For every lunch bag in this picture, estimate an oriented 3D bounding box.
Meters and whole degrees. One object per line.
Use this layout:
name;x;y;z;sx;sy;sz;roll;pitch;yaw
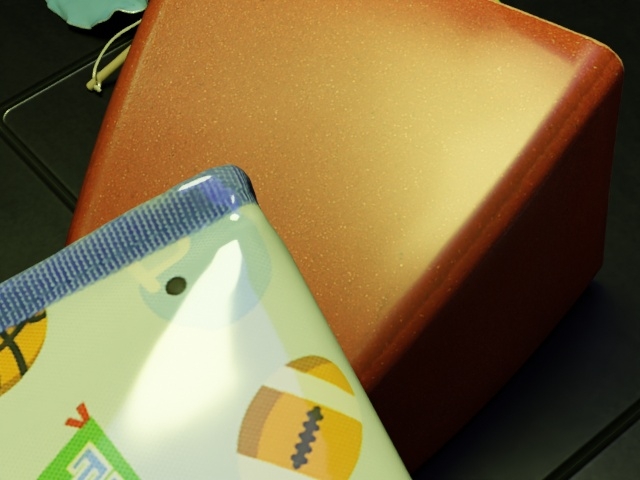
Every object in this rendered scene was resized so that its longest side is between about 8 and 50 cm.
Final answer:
lunch bag;-0.119;0.217;0.475;0.386;0.239;0.327;-28;70;-6

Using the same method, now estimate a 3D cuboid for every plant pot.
plant pot;0.000;0.000;0.804;0.267;0.267;0.235;26;70;20

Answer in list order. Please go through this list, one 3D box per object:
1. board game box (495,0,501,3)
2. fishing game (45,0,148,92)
board game box;0.085;-0.171;1.002;0.039;0.124;0.259;-23;55;-14
fishing game;-0.154;-0.256;1.087;0.189;0.041;0.264;-40;52;20
